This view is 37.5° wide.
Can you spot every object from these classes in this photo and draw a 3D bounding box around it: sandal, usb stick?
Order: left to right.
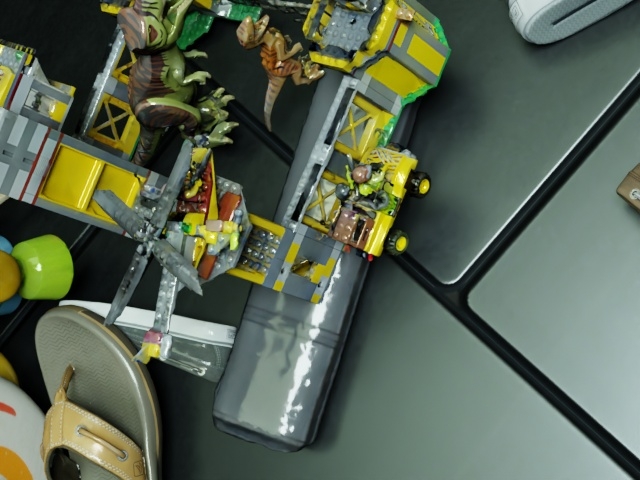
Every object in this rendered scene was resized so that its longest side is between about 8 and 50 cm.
[{"bbox_3d":[-0.153,0.150,0.627,0.090,0.060,0.219,-11,86,30],"label":"sandal"},{"bbox_3d":[0.000,0.000,0.619,0.077,0.045,0.278,16,85,26],"label":"usb stick"}]

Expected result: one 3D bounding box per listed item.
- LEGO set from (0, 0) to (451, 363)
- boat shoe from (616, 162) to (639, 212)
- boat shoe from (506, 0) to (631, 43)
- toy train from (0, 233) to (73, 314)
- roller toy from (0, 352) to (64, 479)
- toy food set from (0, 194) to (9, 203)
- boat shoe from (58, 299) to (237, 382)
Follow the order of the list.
[{"bbox_3d":[-0.106,-0.099,0.573,0.331,0.192,0.255,32,96,39],"label":"LEGO set"},{"bbox_3d":[0.228,0.025,0.509,0.066,0.066,0.183,-36,57,18],"label":"boat shoe"},{"bbox_3d":[0.207,-0.201,0.551,0.226,0.083,0.075,-24,71,18],"label":"boat shoe"},{"bbox_3d":[-0.225,0.024,0.622,0.248,0.143,0.105,-10,88,42],"label":"toy train"},{"bbox_3d":[-0.258,0.182,0.613,0.146,0.209,0.191,-15,98,20],"label":"roller toy"},{"bbox_3d":[-0.295,-0.081,0.775,0.132,0.038,0.192,-32,60,7],"label":"toy food set"},{"bbox_3d":[-0.125,0.068,0.658,0.142,0.049,0.040,7,82,23],"label":"boat shoe"}]
